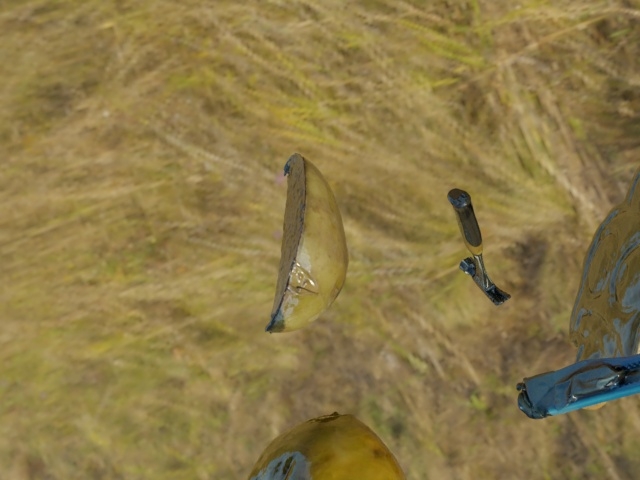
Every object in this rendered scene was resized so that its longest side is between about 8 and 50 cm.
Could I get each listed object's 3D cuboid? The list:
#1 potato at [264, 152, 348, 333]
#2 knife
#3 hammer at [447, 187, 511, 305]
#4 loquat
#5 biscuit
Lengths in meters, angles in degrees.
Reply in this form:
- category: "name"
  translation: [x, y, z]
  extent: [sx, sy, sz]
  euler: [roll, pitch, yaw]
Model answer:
- category: "potato"
  translation: [0.002, -0.002, 1.642]
  extent: [0.120, 0.100, 0.261]
  euler: [133, 148, -57]
- category: "knife"
  translation: [0.268, 0.100, 1.001]
  extent: [0.026, 0.044, 0.296]
  euler: [37, 141, -26]
- category: "hammer"
  translation: [0.166, 0.007, 1.327]
  extent: [0.078, 0.021, 0.201]
  euler: [51, 173, 32]
- category: "loquat"
  translation: [0.005, 0.294, 1.287]
  extent: [0.187, 0.176, 0.234]
  euler: [126, 155, -63]
- category: "biscuit"
  translation: [0.418, 0.057, 1.719]
  extent: [0.269, 0.051, 0.376]
  euler: [-131, 58, -77]
